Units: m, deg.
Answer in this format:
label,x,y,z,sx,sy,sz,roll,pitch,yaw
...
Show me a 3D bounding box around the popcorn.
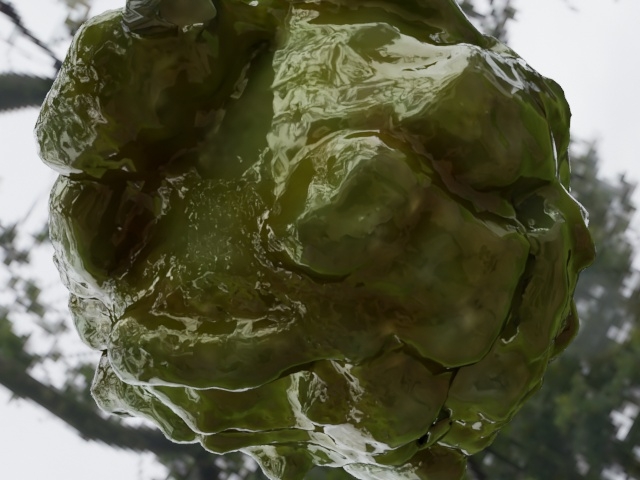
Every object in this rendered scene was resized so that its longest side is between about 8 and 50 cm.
label,x,y,z,sx,sy,sz,roll,pitch,yaw
popcorn,0.002,-0.003,0.865,0.274,0.279,0.335,-50,-6,-18
